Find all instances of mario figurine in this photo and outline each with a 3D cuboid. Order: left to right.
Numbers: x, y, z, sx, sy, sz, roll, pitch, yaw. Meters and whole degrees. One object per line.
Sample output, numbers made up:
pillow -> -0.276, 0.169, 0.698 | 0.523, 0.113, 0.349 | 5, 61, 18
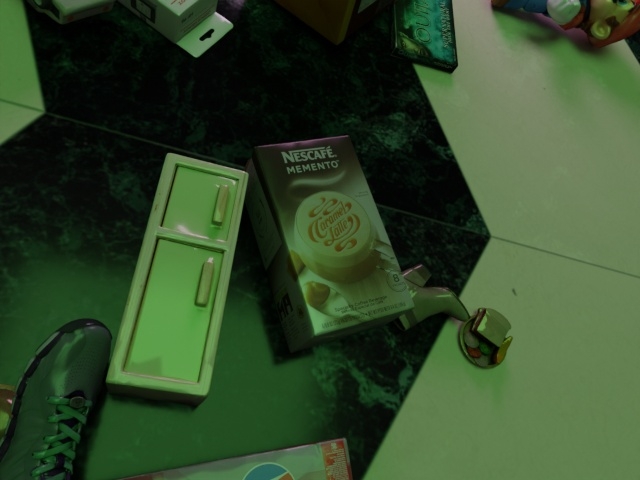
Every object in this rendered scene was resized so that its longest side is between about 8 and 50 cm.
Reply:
mario figurine -> 0.521, -0.510, 1.043 | 0.320, 0.170, 0.198 | 14, 98, -5

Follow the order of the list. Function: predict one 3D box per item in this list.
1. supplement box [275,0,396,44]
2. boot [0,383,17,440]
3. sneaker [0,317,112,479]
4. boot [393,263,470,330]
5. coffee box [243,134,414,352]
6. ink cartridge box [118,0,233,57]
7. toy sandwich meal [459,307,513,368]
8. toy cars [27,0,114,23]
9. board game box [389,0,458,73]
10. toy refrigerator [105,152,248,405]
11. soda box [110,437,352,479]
supplement box -> 0.025, -0.464, 0.858 | 0.191, 0.129, 0.194 | 39, 60, 10
boot -> -0.405, 0.197, 0.433 | 0.305, 0.115, 0.112 | -14, 69, -27
sneaker -> -0.237, 0.186, 0.472 | 0.098, 0.083, 0.224 | 23, 85, 35
boot -> 0.140, 0.092, 0.721 | 0.118, 0.042, 0.087 | 45, 67, 5
coffee box -> 0.000, 0.000, 0.674 | 0.141, 0.098, 0.247 | -12, 72, -24
ink cartridge box -> -0.224, -0.370, 0.779 | 0.180, 0.060, 0.104 | 36, 60, -2
toy sandwich meal -> 0.236, 0.138, 0.737 | 0.085, 0.029, 0.086 | 8, 65, -17
toy cars -> -0.470, -0.380, 0.685 | 0.393, 0.087, 0.177 | 13, 57, -18
board game box -> 0.187, -0.401, 0.961 | 0.126, 0.026, 0.186 | 9, 64, -16
toy refrigerator -> -0.158, 0.040, 0.602 | 0.102, 0.094, 0.270 | 13, 63, -14
soda box -> -0.101, 0.264, 0.523 | 0.263, 0.092, 0.084 | -2, 67, -20
